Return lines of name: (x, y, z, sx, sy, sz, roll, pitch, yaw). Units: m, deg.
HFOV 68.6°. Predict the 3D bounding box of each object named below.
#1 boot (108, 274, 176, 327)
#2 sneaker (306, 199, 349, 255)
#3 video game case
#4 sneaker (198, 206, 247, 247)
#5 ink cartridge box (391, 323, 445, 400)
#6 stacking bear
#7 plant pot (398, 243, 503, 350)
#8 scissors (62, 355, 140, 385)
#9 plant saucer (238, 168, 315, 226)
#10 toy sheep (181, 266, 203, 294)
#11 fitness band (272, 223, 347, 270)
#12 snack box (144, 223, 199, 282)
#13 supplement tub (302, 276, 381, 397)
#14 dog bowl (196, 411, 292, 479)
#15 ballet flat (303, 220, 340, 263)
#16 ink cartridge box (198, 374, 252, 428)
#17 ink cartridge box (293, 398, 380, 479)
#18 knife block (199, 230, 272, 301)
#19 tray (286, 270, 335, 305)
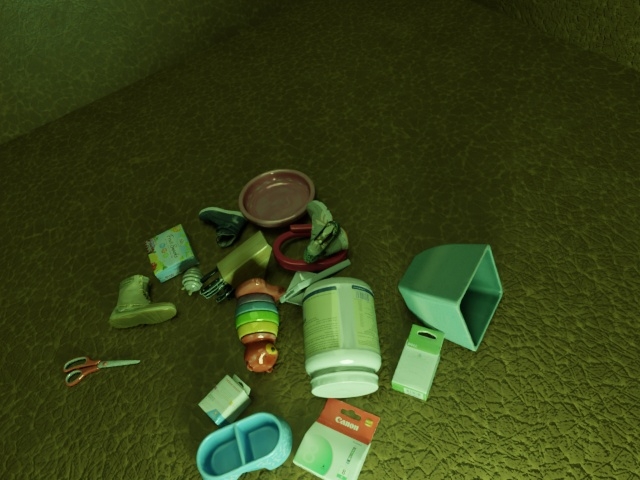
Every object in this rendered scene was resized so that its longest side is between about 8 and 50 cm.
boot: (-0.677, 0.224, 1.824, 0.261, 0.095, 0.203, -12, 48, 9)
sneaker: (-0.002, -0.050, 1.801, 0.121, 0.099, 0.262, -26, 54, -16)
video game case: (-0.021, 0.139, 1.601, 0.212, 0.193, 0.023, -23, 81, -30)
sneaker: (-0.440, -0.056, 1.994, 0.226, 0.086, 0.163, 6, 51, 17)
ink cartridge box: (0.309, 0.379, 1.471, 0.109, 0.062, 0.209, 14, 56, 23)
stacking bear: (-0.210, 0.303, 1.606, 0.164, 0.175, 0.289, -27, 55, 29)
plant pot: (0.405, 0.159, 1.520, 0.252, 0.248, 0.247, 11, 54, 42)
scissors: (-0.802, 0.445, 1.717, 0.297, 0.021, 0.109, -19, 48, 0)
plant saucer: (-0.182, -0.171, 2.017, 0.332, 0.084, 0.332, -5, 48, 6)
toy sheep: (-0.501, 0.158, 1.837, 0.091, 0.091, 0.132, -10, 54, 6)
fitness band: (-0.040, 0.028, 1.828, 0.290, 0.054, 0.209, -2, 49, -2)
snack box: (-0.623, 0.050, 1.963, 0.174, 0.070, 0.207, -27, 51, -8)
supplement tub: (0.064, 0.303, 1.466, 0.235, 0.235, 0.325, -8, 59, 8)
dog bowl: (-0.232, 0.619, 1.403, 0.297, 0.074, 0.166, -22, 50, -5)
ballet flat: (0.000, 0.000, 1.702, 0.070, 0.070, 0.188, 33, 82, 33)
ink cartridge box: (-0.294, 0.510, 1.495, 0.092, 0.090, 0.143, 32, 64, 32)
ink cartridge box: (0.051, 0.584, 1.377, 0.181, 0.056, 0.225, 15, 59, 24)
knife block: (-0.325, 0.103, 1.744, 0.242, 0.276, 0.088, -7, 43, -31)
tray: (0.010, 0.197, 1.715, 0.270, 0.030, 0.145, 12, 56, 22)
